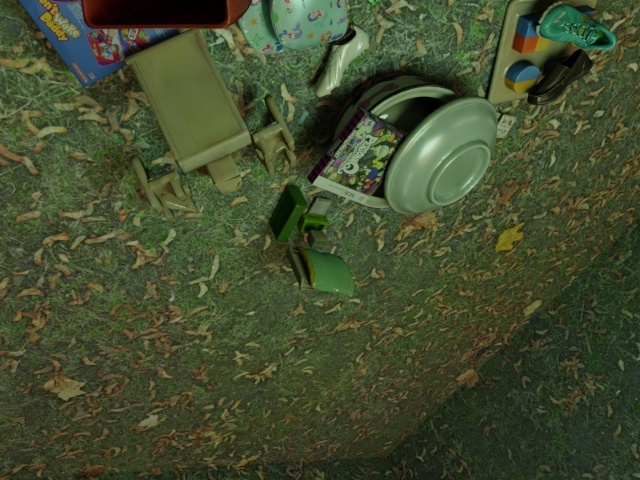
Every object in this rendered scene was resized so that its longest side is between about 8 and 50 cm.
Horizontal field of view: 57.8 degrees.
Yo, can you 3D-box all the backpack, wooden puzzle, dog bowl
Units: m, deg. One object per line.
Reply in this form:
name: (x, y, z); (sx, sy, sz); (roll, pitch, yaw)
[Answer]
backpack: (-0.069, -0.520, 1.237); (0.253, 0.191, 0.225); (-17, 139, -8)
wooden puzzle: (0.669, -0.562, 1.722); (0.322, 0.080, 0.348); (-16, 138, -18)
dog bowl: (0.210, -0.295, 1.659); (0.407, 0.150, 0.408); (-18, 138, -17)

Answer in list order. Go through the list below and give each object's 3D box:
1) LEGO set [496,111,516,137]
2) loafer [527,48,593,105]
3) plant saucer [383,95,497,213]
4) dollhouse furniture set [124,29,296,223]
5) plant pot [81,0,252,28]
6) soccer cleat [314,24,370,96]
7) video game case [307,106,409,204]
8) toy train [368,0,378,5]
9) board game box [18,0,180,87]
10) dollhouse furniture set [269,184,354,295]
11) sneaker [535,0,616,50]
LEGO set: (0.500, -0.326, 1.906); (0.182, 0.060, 0.244); (9, 126, -23)
loafer: (0.694, -0.485, 1.707); (0.220, 0.080, 0.078); (-40, 126, -1)
plant saucer: (0.364, -0.208, 1.631); (0.400, 0.100, 0.401); (-26, 146, -19)
dollhouse furniture set: (-0.274, -0.261, 1.351); (0.362, 0.257, 0.394); (-26, 173, -5)
plant pot: (-0.242, -0.511, 1.006); (0.267, 0.236, 0.268); (6, 112, 15)
soccer cleat: (0.041, -0.453, 1.461); (0.196, 0.068, 0.076); (-49, 132, 10)
video game case: (0.108, -0.215, 1.528); (0.210, 0.042, 0.232); (17, 121, -44)
toy train: (0.148, -0.605, 1.404); (0.083, 0.017, 0.023); (-42, 128, 13)
board game box: (-0.451, -0.494, 1.098); (0.233, 0.078, 0.347); (-28, 140, -3)
dollhouse furniture set: (0.000, 0.000, 1.710); (0.197, 0.302, 0.151); (7, 130, -33)
sneaker: (0.710, -0.583, 1.599); (0.275, 0.110, 0.107); (-1, 127, -29)
